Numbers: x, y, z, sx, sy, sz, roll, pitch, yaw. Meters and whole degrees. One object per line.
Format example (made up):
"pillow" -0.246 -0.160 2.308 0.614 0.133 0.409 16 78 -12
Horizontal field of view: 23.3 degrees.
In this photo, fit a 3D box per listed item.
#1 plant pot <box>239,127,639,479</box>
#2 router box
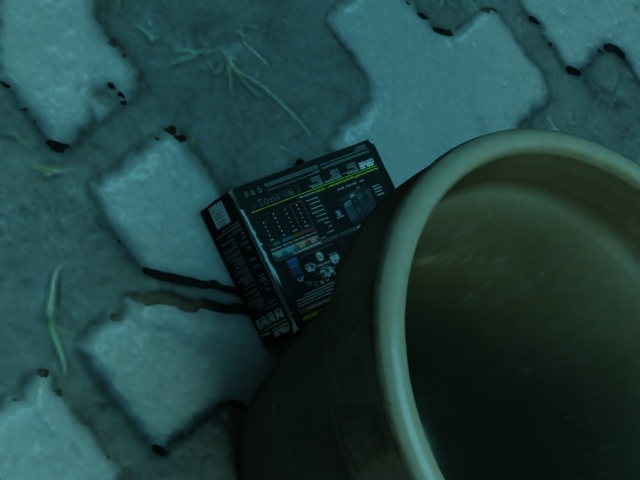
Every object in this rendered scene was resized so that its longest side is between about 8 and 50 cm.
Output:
"plant pot" 0.073 0.101 0.819 0.263 0.229 0.263 15 62 -31
"router box" 0.000 0.000 0.934 0.122 0.038 0.092 -22 84 -40
